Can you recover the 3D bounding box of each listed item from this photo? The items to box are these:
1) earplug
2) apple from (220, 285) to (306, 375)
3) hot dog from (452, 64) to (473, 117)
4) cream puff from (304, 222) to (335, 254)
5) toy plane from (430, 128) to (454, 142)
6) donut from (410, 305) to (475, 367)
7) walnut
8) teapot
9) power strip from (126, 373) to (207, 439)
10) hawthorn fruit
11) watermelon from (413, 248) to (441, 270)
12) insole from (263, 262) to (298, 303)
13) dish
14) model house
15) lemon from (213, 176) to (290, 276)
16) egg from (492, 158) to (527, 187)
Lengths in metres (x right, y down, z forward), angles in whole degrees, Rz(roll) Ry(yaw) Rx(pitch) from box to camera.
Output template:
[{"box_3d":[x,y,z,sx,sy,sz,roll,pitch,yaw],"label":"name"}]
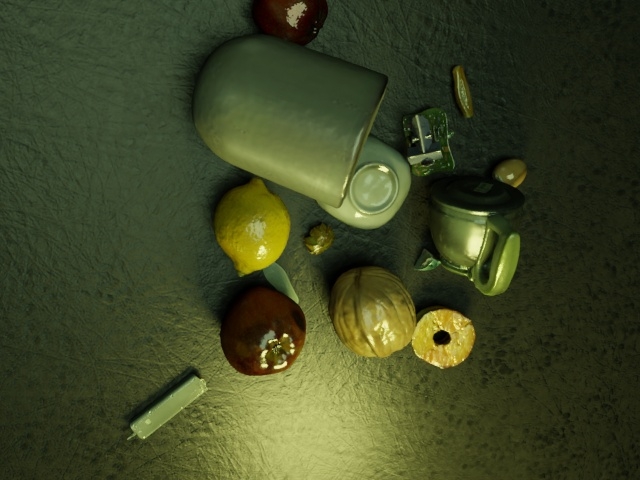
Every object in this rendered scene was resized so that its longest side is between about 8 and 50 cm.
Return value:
[{"box_3d":[-0.080,-0.284,1.549,0.394,0.312,0.313,22,100,0],"label":"earplug"},{"box_3d":[-0.139,0.237,1.763,0.229,0.230,0.230,-4,107,-15],"label":"apple"},{"box_3d":[0.364,-0.384,1.819,0.044,0.028,0.137,-35,117,-32],"label":"hot dog"},{"box_3d":[0.000,0.000,1.813,0.083,0.058,0.083,-18,112,-12],"label":"cream puff"},{"box_3d":[0.295,-0.256,1.827,0.111,0.040,0.102,-28,114,14],"label":"toy plane"},{"box_3d":[0.335,0.264,1.980,0.190,0.074,0.174,9,105,-14],"label":"donut"},{"box_3d":[0.136,0.189,1.829,0.225,0.225,0.261,-28,116,-6],"label":"walnut"},{"box_3d":[0.421,-0.013,1.802,0.239,0.321,0.239,-19,122,-35],"label":"teapot"},{"box_3d":[-0.406,0.440,1.845,0.252,0.027,0.060,-37,113,-3],"label":"power strip"},{"box_3d":[-0.084,-0.529,1.590,0.194,0.157,0.157,38,93,-2],"label":"hawthorn fruit"},{"box_3d":[0.295,0.048,1.915,0.085,0.085,0.061,-22,76,-9],"label":"watermelon"},{"box_3d":[-0.104,0.114,1.848,0.053,0.002,0.153,-30,112,-6],"label":"insole"},{"box_3d":[0.116,-0.142,1.773,0.256,0.117,0.256,-5,107,-15],"label":"dish"},{"box_3d":[0.268,-0.244,1.768,0.117,0.088,0.167,-8,100,14],"label":"model house"},{"box_3d":[-0.165,-0.033,1.691,0.186,0.187,0.244,2,105,-16],"label":"lemon"},{"box_3d":[0.512,-0.181,1.893,0.096,0.080,0.080,-33,112,-2],"label":"egg"}]
